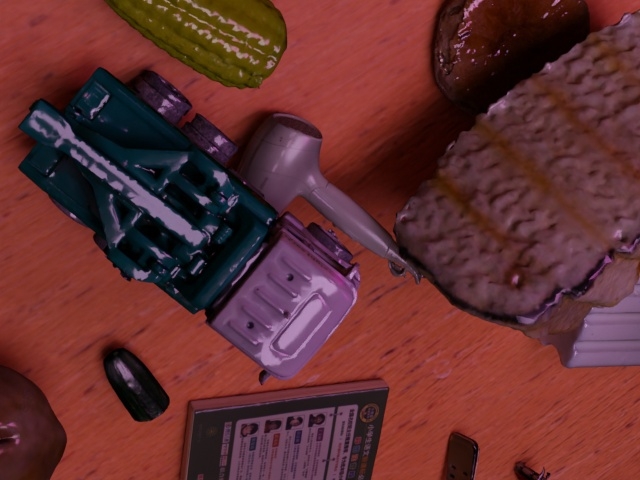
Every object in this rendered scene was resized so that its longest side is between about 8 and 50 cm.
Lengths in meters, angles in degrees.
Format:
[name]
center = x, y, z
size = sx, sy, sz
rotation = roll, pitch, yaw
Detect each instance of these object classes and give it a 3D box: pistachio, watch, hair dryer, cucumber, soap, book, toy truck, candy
[pistachio]
center = -0.406, 0.217, 1.192
size = 0.288, 0.197, 0.166
rotation = -9, 79, -10
[watch]
center = 0.253, 0.383, 1.669
size = 0.165, 0.102, 0.268
rotation = -11, 113, -30
[hair dryer]
center = 0.000, 0.000, 1.260
size = 0.237, 0.075, 0.206
rotation = 29, 110, -1
[cucumber]
center = -0.213, 0.160, 1.317
size = 0.048, 0.048, 0.105
rotation = -34, 125, -6
[soap]
center = 0.437, 0.085, 1.580
size = 0.266, 0.087, 0.159
rotation = 1, 117, -27
[book]
center = -0.048, 0.276, 1.480
size = 0.264, 0.027, 0.202
rotation = -4, 118, -25
[toy truck]
center = -0.128, -0.016, 1.127
size = 0.363, 0.178, 0.176
rotation = 39, 95, -10
[candy]
center = -0.131, -0.221, 1.110
size = 0.210, 0.096, 0.096
rotation = 26, 104, -29

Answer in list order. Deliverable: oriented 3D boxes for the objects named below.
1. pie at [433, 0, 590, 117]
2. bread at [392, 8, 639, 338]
[pie]
center = 0.213, -0.227, 1.309
size = 0.195, 0.046, 0.195
rotation = -12, 121, -20
[bread]
center = 0.283, -0.036, 1.306
size = 0.395, 0.239, 0.264
rotation = -37, 159, -4
